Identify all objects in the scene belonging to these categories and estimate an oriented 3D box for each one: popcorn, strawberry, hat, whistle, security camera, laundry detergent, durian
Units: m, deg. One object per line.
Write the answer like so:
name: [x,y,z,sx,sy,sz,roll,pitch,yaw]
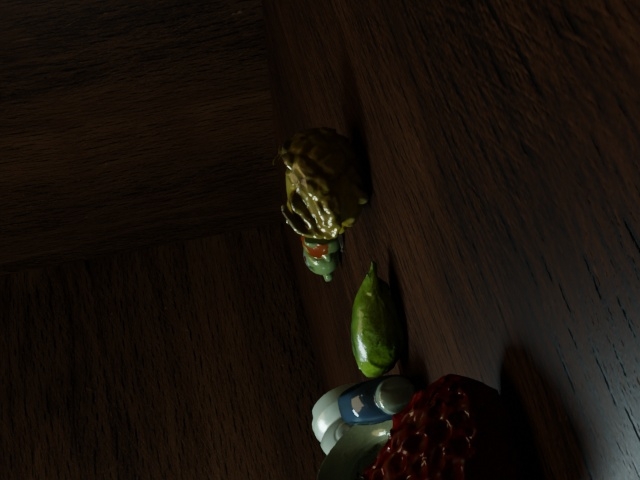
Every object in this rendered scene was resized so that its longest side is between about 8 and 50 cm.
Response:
popcorn: [0.001,-0.110,1.784,0.250,0.190,0.250,162,90,-87]
strawberry: [0.180,0.261,1.042,0.234,0.234,0.178,-157,84,-83]
hat: [0.126,0.499,1.841,0.130,0.257,0.257,48,-178,-15]
whistle: [0.000,0.000,2.372,0.288,0.106,0.131,86,164,-51]
security camera: [0.093,0.488,2.047,0.236,0.194,0.194,-116,15,-48]
laundry detergent: [0.120,0.309,1.666,0.290,0.143,0.094,114,147,-73]
durian: [0.108,0.173,1.689,0.139,0.101,0.250,-108,9,-55]

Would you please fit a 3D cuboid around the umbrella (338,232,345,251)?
umbrella: [0.056,-0.002,2.269,0.031,0.020,0.083,-106,3,-47]
